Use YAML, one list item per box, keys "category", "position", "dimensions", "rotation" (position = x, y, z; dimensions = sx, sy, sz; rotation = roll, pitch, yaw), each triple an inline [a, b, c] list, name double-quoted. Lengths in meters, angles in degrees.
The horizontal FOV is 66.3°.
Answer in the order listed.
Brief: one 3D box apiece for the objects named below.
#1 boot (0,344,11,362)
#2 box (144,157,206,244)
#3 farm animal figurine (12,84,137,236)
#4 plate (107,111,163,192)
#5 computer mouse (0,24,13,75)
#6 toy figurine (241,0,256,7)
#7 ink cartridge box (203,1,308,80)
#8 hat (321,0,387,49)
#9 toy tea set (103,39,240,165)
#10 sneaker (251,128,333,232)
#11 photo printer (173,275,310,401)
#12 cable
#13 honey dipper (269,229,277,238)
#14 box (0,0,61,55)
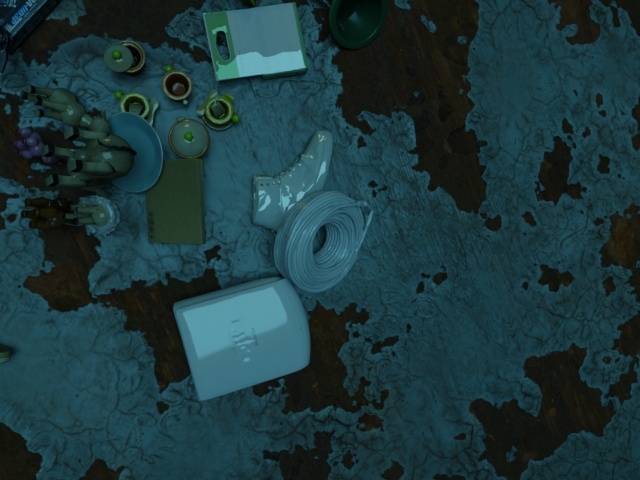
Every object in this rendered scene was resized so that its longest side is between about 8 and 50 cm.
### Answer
- category: "boot"
  position: [-0.786, 0.176, 1.106]
  dimensions: [0.213, 0.077, 0.165]
  rotation: [22, 85, -9]
- category: "box"
  position: [-0.348, -0.091, 1.166]
  dimensions: [0.164, 0.021, 0.201]
  rotation: [2, 98, 23]
- category: "farm animal figurine"
  position: [-0.526, -0.181, 1.088]
  dimensions: [0.172, 0.327, 0.330]
  rotation: [-1, 95, -54]
- category: "plate"
  position: [-0.446, -0.208, 1.159]
  dimensions: [0.188, 0.024, 0.188]
  rotation: [5, 106, 18]
- category: "computer mouse"
  position: [-0.788, -0.390, 1.081]
  dimensions: [0.184, 0.060, 0.262]
  rotation: [32, 96, -4]
- category: "toy figurine"
  position: [-0.242, -0.763, 1.148]
  dimensions: [0.362, 0.191, 0.217]
  rotation: [35, 79, -12]
- category: "ink cartridge box"
  position: [-0.160, -0.493, 1.234]
  dimensions: [0.235, 0.056, 0.171]
  rotation: [-12, 93, -9]
- category: "hat"
  position: [0.051, -0.634, 1.290]
  dimensions: [0.173, 0.183, 0.208]
  rotation: [-40, 142, 2]
- category: "toy tea set"
  position: [-0.366, -0.330, 1.157]
  dimensions: [0.336, 0.124, 0.200]
  rotation: [30, 85, -11]
- category: "sneaker"
  position: [-0.081, -0.160, 1.233]
  dimensions: [0.169, 0.108, 0.292]
  rotation: [17, 89, -15]
- category: "photo printer"
  position: [-0.181, 0.234, 1.221]
  dimensions: [0.307, 0.107, 0.256]
  rotation: [-14, 94, -11]
- category: "cable"
  position: [0.000, 0.000, 1.203]
  dimensions: [0.257, 0.089, 0.257]
  rotation: [8, 104, -47]
- category: "honey dipper"
  position: [-0.085, 0.035, 1.277]
  dimensions: [0.030, 0.030, 0.160]
  rotation: [-32, 96, -10]
- category: "box"
  position: [-0.714, -0.567, 1.113]
  dimensions: [0.175, 0.051, 0.220]
  rotation: [38, 83, -10]
